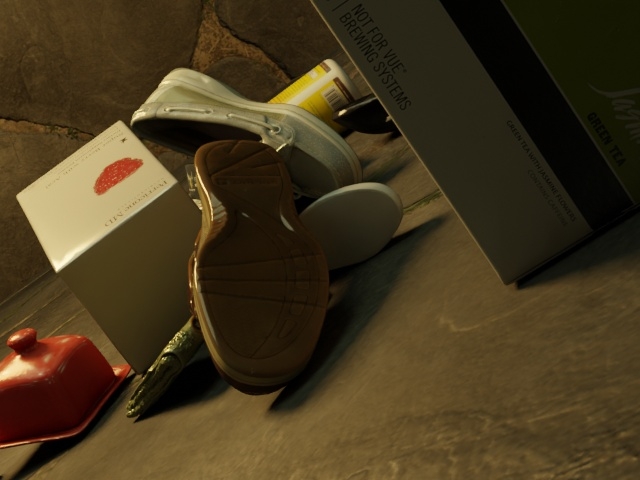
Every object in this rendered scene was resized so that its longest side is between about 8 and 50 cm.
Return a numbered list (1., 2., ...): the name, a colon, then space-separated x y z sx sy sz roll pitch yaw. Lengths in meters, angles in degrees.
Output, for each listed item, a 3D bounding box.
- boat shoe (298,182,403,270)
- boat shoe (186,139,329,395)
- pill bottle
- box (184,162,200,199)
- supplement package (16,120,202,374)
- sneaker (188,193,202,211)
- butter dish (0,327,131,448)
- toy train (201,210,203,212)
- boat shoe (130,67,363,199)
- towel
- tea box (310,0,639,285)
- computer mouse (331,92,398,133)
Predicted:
1. boat shoe: 0.000 0.000 1.304 0.228 0.080 0.076 -38 10 33
2. boat shoe: -0.070 0.039 1.181 0.123 0.123 0.342 0 36 -13
3. pill bottle: -0.035 -0.196 2.069 0.215 0.117 0.117 -36 11 -1
4. box: -0.085 -0.099 1.792 0.183 0.059 0.232 -10 6 -15
5. supplement package: -0.236 -0.001 1.544 0.177 0.175 0.293 -37 29 -7
6. sneaker: -0.146 -0.052 1.962 0.225 0.088 0.093 -36 32 1
7. butter dish: -0.325 0.157 1.445 0.159 0.118 0.160 -12 20 22
8. toy train: -0.178 0.000 1.775 0.248 0.105 0.143 -42 23 -28
9. boat shoe: -0.094 -0.122 1.606 0.103 0.320 0.118 -50 -24 -32
10. towel: -0.146 0.119 1.276 0.110 0.027 0.148 -52 0 -42
11. tea box: 0.182 -0.208 0.940 0.323 0.329 0.220 -32 12 15
12. computer mouse: 0.137 -0.192 1.710 0.262 0.060 0.184 -22 10 12
